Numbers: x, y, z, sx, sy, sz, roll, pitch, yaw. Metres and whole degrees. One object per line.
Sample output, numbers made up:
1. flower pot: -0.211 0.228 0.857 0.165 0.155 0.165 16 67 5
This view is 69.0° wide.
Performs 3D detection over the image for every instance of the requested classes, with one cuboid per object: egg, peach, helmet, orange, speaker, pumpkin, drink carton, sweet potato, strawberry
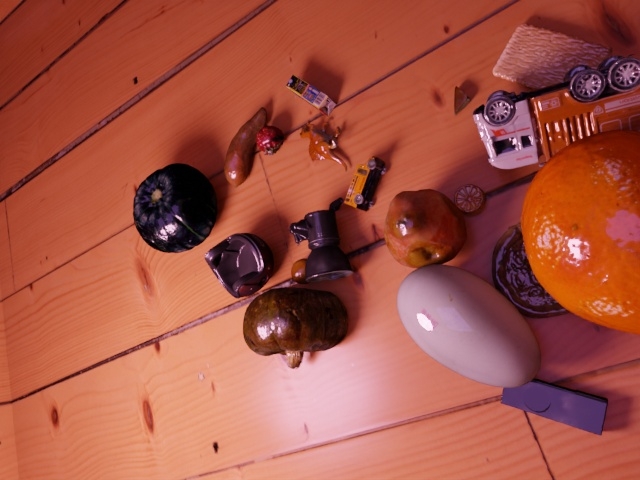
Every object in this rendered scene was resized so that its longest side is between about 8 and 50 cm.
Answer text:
1. egg: 0.353 0.204 1.130 0.371 0.230 0.230 36 100 23
2. peach: 0.258 -0.033 1.216 0.214 0.235 0.214 -10 73 35
3. helmet: -0.247 0.078 1.483 0.189 0.193 0.216 43 116 23
4. orange: 0.614 -0.010 0.942 0.424 0.423 0.326 64 144 20
5. speaker: 0.549 0.380 1.104 0.218 0.044 0.082 12 88 29
6. pumpkin: -0.106 0.261 1.368 0.324 0.232 0.242 -16 78 29
7. orange: -0.051 0.095 1.448 0.085 0.085 0.085 -4 80 27
8. drink carton: -0.031 -0.477 1.522 0.165 0.071 0.056 41 98 26
9. sweet potato: -0.266 -0.328 1.614 0.097 0.097 0.292 20 90 29
10. pumpkin: -0.494 -0.103 1.625 0.315 0.238 0.315 -9 62 17
11. strawberry: -0.172 -0.343 1.562 0.106 0.106 0.106 -4 80 27

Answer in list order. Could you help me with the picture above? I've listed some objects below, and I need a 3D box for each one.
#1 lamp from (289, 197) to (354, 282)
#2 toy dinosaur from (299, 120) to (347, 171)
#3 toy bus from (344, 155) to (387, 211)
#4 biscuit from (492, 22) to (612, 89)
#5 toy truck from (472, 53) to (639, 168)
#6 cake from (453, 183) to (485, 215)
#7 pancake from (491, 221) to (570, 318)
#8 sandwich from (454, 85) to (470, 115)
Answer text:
1. lamp: 0.000 0.000 1.387 0.171 0.147 0.228 -9 76 -8
2. toy dinosaur: 0.001 -0.299 1.490 0.142 0.057 0.212 -21 72 36
3. toy bus: 0.133 -0.173 1.392 0.074 0.069 0.162 24 96 39
4. biscuit: 0.596 -0.462 1.213 0.249 0.030 0.160 32 97 28
5. toy truck: 0.577 -0.290 1.108 0.387 0.173 0.207 -11 107 26
6. cake: 0.401 -0.110 1.255 0.084 0.044 0.084 -4 82 27
7. pancake: 0.550 0.072 1.157 0.250 0.031 0.250 -3 83 24
8. sandwich: 0.397 -0.395 1.307 0.044 0.031 0.083 -1 84 32
